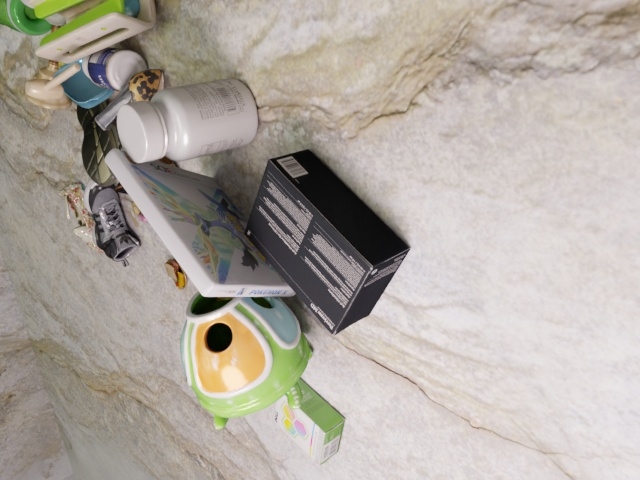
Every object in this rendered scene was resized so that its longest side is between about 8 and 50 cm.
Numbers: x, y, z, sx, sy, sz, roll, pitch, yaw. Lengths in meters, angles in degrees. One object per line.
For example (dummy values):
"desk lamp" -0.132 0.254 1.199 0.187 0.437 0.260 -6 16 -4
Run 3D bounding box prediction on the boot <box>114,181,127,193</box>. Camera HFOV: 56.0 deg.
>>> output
"boot" -0.455 -0.176 1.502 0.219 0.082 0.106 -12 70 56

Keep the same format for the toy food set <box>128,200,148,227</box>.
"toy food set" -0.467 -0.088 1.590 0.122 0.019 0.077 -44 73 41

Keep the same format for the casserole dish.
"casserole dish" -0.591 -0.393 1.515 0.188 0.114 0.037 40 159 28

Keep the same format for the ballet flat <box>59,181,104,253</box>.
"ballet flat" -0.746 -0.063 1.877 0.091 0.077 0.240 -16 96 51

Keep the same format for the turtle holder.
"turtle holder" -0.143 0.181 1.181 0.244 0.320 0.227 -10 116 30

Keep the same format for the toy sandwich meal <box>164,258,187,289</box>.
"toy sandwich meal" -0.377 0.091 1.563 0.086 0.029 0.085 25 126 40

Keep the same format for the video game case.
"video game case" -0.208 -0.025 1.123 0.036 0.300 0.329 -46 69 15

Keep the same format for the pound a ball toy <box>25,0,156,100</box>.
"pound a ball toy" -0.495 -0.434 1.291 0.320 0.136 0.208 -9 88 32

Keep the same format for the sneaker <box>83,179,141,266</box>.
"sneaker" -0.568 -0.047 1.666 0.153 0.101 0.268 41 141 28

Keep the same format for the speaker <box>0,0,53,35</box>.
"speaker" -0.841 -0.645 1.658 0.297 0.131 0.131 27 127 39

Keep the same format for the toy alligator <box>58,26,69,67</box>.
"toy alligator" -0.657 -0.511 1.576 0.052 0.056 0.189 4 117 2

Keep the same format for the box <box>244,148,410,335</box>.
"box" 0.000 0.000 1.027 0.261 0.103 0.184 47 134 22

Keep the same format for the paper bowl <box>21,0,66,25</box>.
"paper bowl" -0.630 -0.648 1.397 0.284 0.148 0.284 23 123 41

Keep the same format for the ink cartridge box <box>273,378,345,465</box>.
"ink cartridge box" -0.046 0.368 1.294 0.209 0.062 0.108 35 133 34

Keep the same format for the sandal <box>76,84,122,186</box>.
"sandal" -0.546 -0.274 1.534 0.120 0.086 0.302 -33 60 28

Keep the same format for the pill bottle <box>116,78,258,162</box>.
"pill bottle" -0.240 -0.214 1.093 0.131 0.229 0.131 24 125 41

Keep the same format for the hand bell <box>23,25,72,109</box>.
"hand bell" -0.721 -0.492 1.636 0.126 0.126 0.241 43 123 27

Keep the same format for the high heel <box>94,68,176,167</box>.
"high heel" -0.348 -0.242 1.346 0.186 0.093 0.261 -40 106 11

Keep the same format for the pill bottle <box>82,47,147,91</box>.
"pill bottle" -0.480 -0.396 1.390 0.169 0.094 0.094 22 124 42
